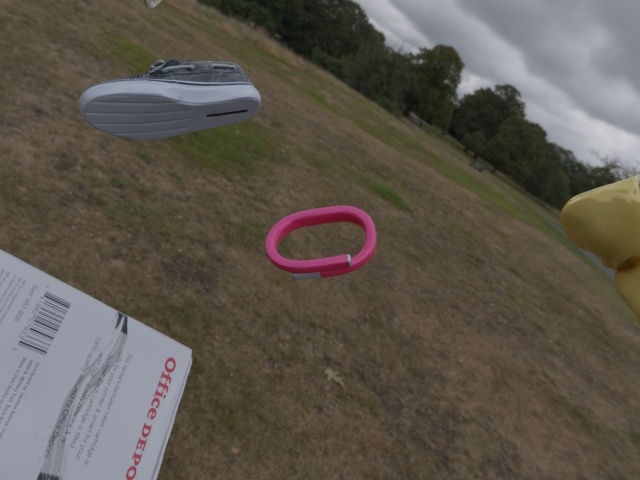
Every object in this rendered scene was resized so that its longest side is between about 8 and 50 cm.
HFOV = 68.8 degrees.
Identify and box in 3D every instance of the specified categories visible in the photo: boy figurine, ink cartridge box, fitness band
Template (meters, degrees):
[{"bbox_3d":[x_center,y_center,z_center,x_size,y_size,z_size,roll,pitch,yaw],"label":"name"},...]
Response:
[{"bbox_3d":[0.375,0.043,0.490,0.285,0.092,0.177,46,47,-3],"label":"boy figurine"},{"bbox_3d":[-0.428,0.235,0.721,0.395,0.166,0.285,44,45,-39],"label":"ink cartridge box"},{"bbox_3d":[0.000,0.000,1.220,0.054,0.291,0.209,74,11,-49],"label":"fitness band"}]

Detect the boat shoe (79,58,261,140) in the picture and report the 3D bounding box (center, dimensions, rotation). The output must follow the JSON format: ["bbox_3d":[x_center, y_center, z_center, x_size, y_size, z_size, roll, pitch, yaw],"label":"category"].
[{"bbox_3d":[-0.277,-0.272,0.873,0.335,0.121,0.119,-14,68,-38],"label":"boat shoe"}]

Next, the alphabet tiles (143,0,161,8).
[{"bbox_3d":[-0.296,-0.580,0.851,0.021,0.284,0.278,31,-21,10],"label":"alphabet tiles"}]
